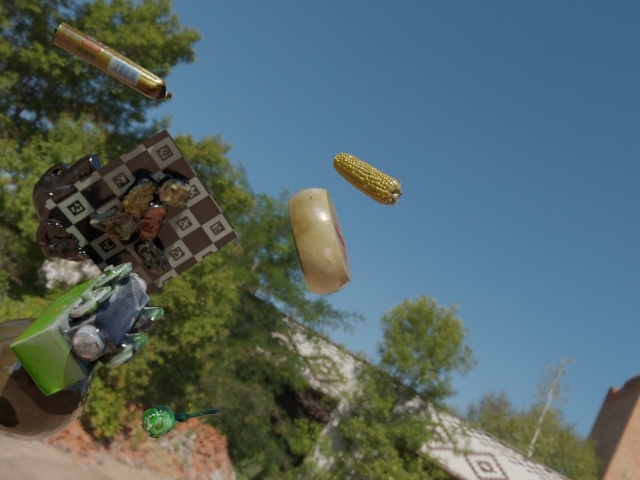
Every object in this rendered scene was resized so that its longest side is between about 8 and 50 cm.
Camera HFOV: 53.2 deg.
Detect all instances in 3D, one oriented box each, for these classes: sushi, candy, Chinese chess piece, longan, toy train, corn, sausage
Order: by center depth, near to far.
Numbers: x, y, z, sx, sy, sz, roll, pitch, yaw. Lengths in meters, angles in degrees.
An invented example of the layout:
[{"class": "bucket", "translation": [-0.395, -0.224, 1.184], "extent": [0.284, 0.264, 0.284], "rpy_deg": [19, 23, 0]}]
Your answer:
[{"class": "toy train", "translation": [-0.499, 0.185, 1.407], "extent": [0.174, 0.248, 0.307], "rpy_deg": [61, 13, -17]}, {"class": "Chinese chess piece", "translation": [0.000, 0.000, 1.492], "extent": [0.097, 0.251, 0.251], "rpy_deg": [-14, -27, 6]}, {"class": "longan", "translation": [-0.712, 0.330, 1.518], "extent": [0.318, 0.319, 0.319], "rpy_deg": [29, -16, 9]}, {"class": "sushi", "translation": [-0.425, -0.036, 1.584], "extent": [0.359, 0.343, 0.064], "rpy_deg": [60, -4, -33]}, {"class": "sausage", "translation": [-0.603, -0.515, 1.875], "extent": [0.371, 0.082, 0.082], "rpy_deg": [29, -16, -7]}, {"class": "candy", "translation": [-0.409, 0.539, 1.947], "extent": [0.097, 0.097, 0.323], "rpy_deg": [21, 5, 34]}, {"class": "corn", "translation": [0.144, -0.196, 2.009], "extent": [0.260, 0.091, 0.091], "rpy_deg": [38, -40, 33]}]

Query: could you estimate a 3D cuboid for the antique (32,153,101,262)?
[{"class": "antique", "translation": [-0.776, -0.089, 2.026], "extent": [0.185, 0.255, 0.323], "rpy_deg": [-129, -159, -87]}]
